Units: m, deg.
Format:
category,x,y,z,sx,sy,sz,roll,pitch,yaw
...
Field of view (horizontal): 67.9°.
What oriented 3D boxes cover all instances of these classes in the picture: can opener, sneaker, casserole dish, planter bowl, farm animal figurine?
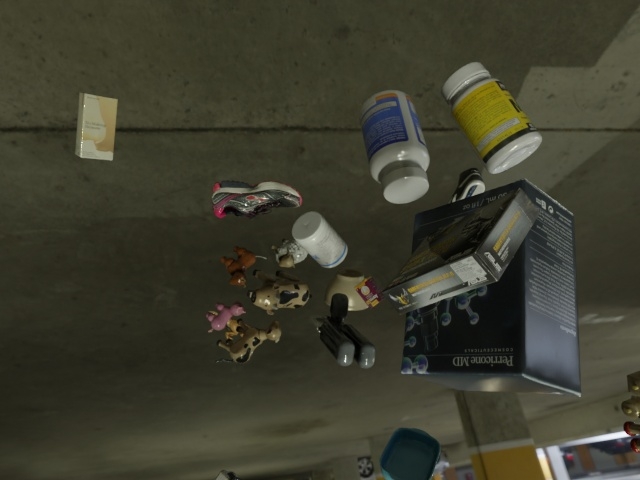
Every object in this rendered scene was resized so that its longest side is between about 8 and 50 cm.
category,x,y,z,sx,sy,sz,roll,pitch,yaw
can opener,0.035,0.165,0.905,0.074,0.093,0.280,8,-175,-11
sneaker,-0.210,-0.126,1.591,0.299,0.112,0.121,-1,156,1
sneaker,0.482,-0.153,1.618,0.079,0.121,0.217,21,136,-10
casserole dish,0.201,0.492,1.068,0.114,0.037,0.188,12,-162,23
planter bowl,0.096,0.162,1.648,0.162,0.109,0.162,4,-166,-1
farm animal figurine,-0.153,0.178,1.375,0.326,0.172,0.330,-17,119,-42

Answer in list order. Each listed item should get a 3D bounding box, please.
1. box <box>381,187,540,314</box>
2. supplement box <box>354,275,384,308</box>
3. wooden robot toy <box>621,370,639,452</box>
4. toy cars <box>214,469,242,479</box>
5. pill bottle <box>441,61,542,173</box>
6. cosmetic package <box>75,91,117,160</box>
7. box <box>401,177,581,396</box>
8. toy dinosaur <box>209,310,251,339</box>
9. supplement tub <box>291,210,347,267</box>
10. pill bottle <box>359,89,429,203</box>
category,x,y,z,sx,sy,sz,roll,pitch,yaw
box,0.228,0.023,0.797,0.183,0.056,0.231,-45,-174,-34
supplement box,0.153,0.159,1.465,0.055,0.083,0.043,-43,168,26
wooden robot toy,0.502,0.272,0.695,0.079,0.173,0.076,-14,171,-16
toy cars,-0.053,0.526,0.868,0.393,0.176,0.087,-10,159,30
pill bottle,0.342,-0.252,0.972,0.119,0.208,0.119,-25,163,-8
cosmetic package,-0.413,-0.209,0.876,0.060,0.115,0.041,-2,-162,-40
box,0.366,0.115,1.038,0.212,0.395,0.293,23,155,-32
toy dinosaur,-0.281,0.266,1.519,0.211,0.064,0.112,30,134,-24
supplement tub,0.000,0.000,0.932,0.071,0.071,0.107,-22,136,23
pill bottle,0.191,-0.236,1.213,0.152,0.272,0.152,-5,151,-3
